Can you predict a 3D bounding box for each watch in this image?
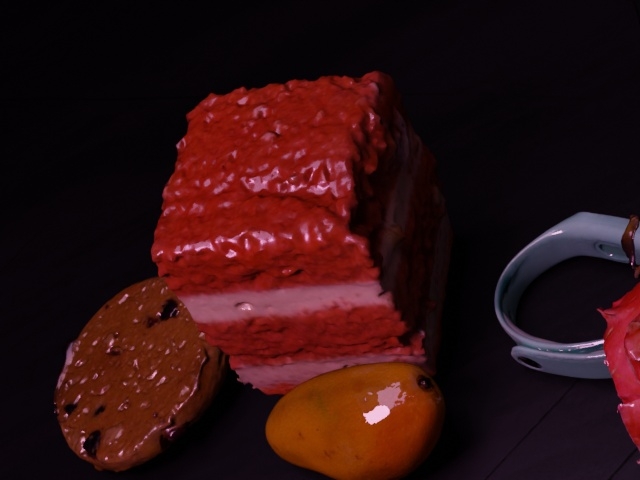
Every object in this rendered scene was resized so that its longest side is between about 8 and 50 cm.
[{"bbox_3d":[0.310,0.063,1.498,0.237,0.068,0.195,13,65,42],"label":"watch"}]

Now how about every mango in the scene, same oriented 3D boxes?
[{"bbox_3d":[0.036,0.215,1.527,0.253,0.138,0.113,-17,4,39],"label":"mango"}]

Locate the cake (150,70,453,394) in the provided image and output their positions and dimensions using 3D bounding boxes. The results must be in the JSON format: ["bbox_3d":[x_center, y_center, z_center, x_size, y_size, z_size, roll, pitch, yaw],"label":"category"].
[{"bbox_3d":[0.000,0.000,1.585,0.270,0.319,0.269,-6,49,24],"label":"cake"}]

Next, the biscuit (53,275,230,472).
[{"bbox_3d":[-0.235,0.177,1.783,0.296,0.075,0.296,-22,47,26],"label":"biscuit"}]

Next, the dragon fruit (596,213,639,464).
[{"bbox_3d":[0.426,0.102,1.262,0.291,0.250,0.269,-27,26,23],"label":"dragon fruit"}]
